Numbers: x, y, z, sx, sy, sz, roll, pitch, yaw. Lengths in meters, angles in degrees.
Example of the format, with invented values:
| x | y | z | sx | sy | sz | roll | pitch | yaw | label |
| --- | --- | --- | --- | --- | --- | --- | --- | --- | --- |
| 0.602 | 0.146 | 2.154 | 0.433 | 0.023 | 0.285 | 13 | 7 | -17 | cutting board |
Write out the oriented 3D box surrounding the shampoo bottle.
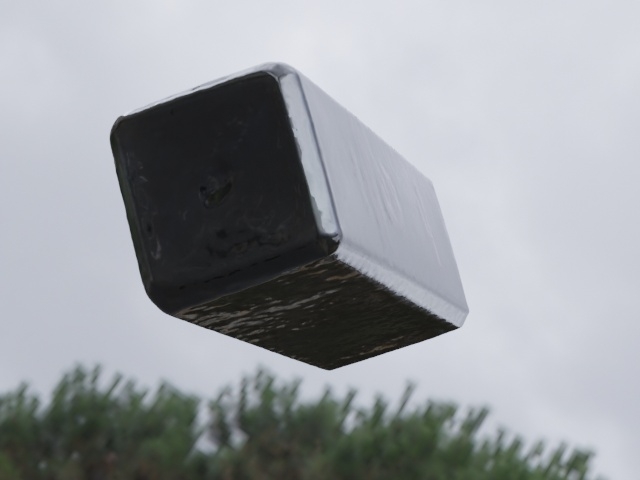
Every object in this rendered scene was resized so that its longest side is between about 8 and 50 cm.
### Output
| x | y | z | sx | sy | sz | roll | pitch | yaw | label |
| --- | --- | --- | --- | --- | --- | --- | --- | --- | --- |
| 0.000 | 0.000 | 0.712 | 0.079 | 0.080 | 0.246 | -18 | -15 | 14 | shampoo bottle |
